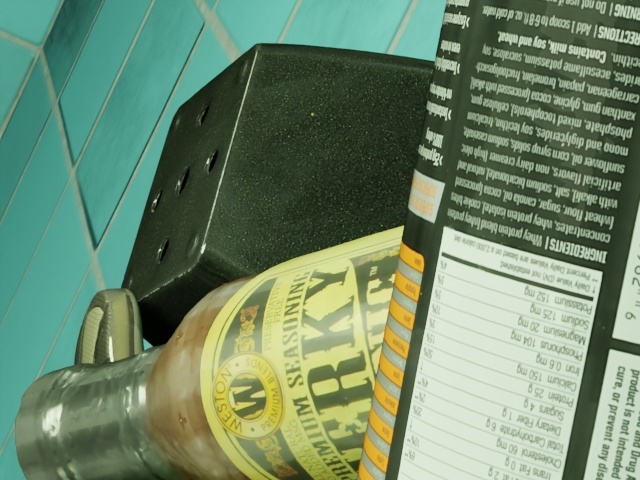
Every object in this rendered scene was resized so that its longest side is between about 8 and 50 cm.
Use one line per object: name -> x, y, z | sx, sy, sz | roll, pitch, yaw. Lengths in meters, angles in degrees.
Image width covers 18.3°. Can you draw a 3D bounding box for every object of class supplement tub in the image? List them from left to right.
supplement tub -> 0.116, 0.028, 0.609 | 0.193, 0.194, 0.316 | -147, 66, -71

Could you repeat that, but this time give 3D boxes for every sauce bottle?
sauce bottle -> 0.015, 0.057, 0.840 | 0.344, 0.111, 0.111 | -19, 47, 34

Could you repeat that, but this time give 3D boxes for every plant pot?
plant pot -> 0.000, 0.000, 1.051 | 0.187, 0.167, 0.188 | -29, 43, 62

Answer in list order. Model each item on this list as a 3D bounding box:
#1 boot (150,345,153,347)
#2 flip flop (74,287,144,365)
boot -> -0.099, 0.146, 1.255 | 0.211, 0.104, 0.295 | -65, 15, 8
flip flop -> -0.057, 0.153, 1.024 | 0.277, 0.080, 0.112 | 67, 161, 2
